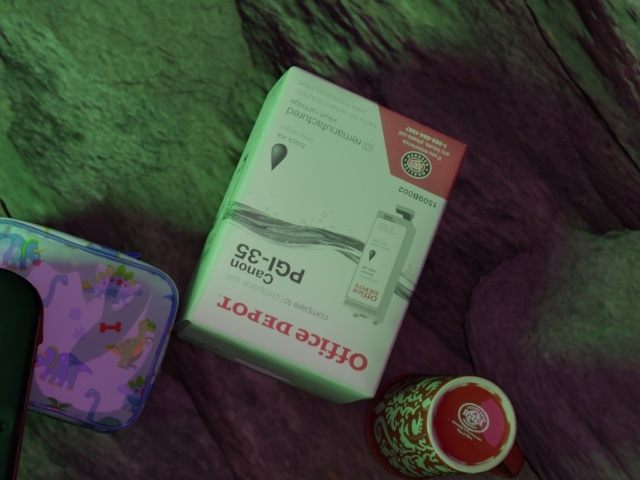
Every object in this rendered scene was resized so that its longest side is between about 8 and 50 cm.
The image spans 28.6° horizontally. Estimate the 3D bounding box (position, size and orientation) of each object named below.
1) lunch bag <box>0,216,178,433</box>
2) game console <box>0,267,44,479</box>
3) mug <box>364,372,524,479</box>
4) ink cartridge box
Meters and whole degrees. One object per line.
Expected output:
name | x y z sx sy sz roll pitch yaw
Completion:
lunch bag | -0.254 0.080 1.213 0.219 0.090 0.176 19 78 -9
game console | -0.406 0.164 0.998 0.342 0.060 0.386 1 41 -4
mug | 0.139 0.183 1.255 0.150 0.169 0.113 1 80 -14
ink cartridge box | 0.000 0.000 1.276 0.207 0.117 0.283 24 76 -10
